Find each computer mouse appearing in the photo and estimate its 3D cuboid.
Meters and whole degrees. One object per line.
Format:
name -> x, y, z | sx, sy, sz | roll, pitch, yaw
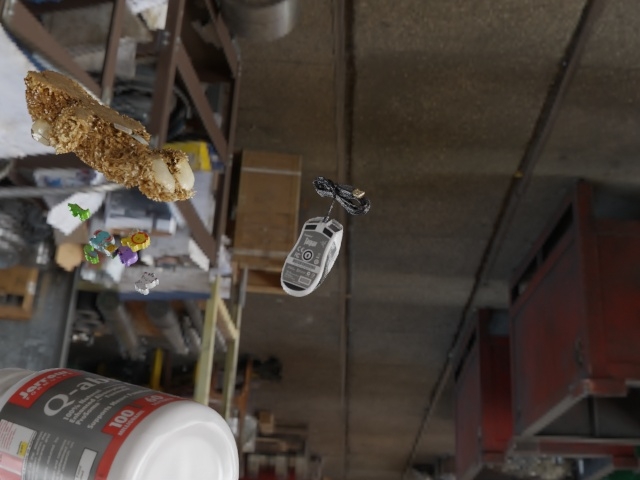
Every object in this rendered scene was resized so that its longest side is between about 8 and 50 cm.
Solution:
computer mouse -> 0.000, 0.000, 1.389 | 0.106, 0.193, 0.042 | 20, 169, 30

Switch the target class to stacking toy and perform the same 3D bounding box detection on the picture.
stacking toy -> -0.461, 0.012, 2.027 | 0.221, 0.052, 0.167 | 27, 144, 23

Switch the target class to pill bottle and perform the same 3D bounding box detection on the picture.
pill bottle -> -0.301, 0.277, 1.158 | 0.363, 0.210, 0.210 | 6, 163, 36

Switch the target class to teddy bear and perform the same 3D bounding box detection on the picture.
teddy bear -> -0.363, -0.156, 1.527 | 0.338, 0.113, 0.245 | 29, -163, -8
